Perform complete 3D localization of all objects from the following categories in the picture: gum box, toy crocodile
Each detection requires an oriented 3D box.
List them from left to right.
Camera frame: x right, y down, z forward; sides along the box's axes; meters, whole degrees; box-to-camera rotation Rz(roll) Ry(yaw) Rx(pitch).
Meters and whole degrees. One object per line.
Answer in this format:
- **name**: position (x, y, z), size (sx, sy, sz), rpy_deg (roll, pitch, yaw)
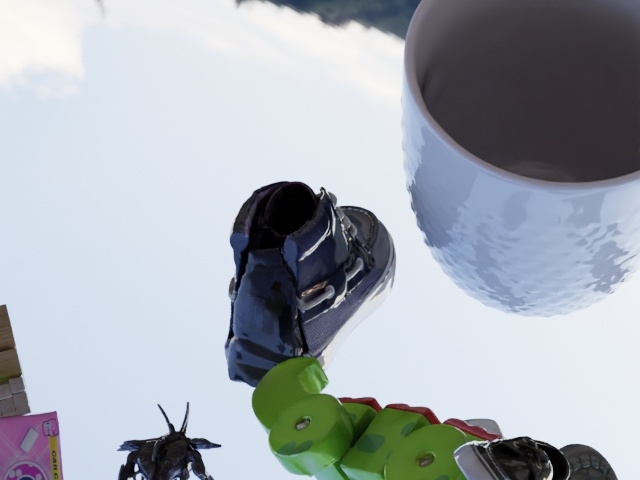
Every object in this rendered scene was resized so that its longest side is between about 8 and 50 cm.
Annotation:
- **gum box**: position (-0.355, 0.297, 1.521), size (0.062, 0.188, 0.107), rpy_deg (-11, 173, 39)
- **toy crocodile**: position (0.068, 0.169, 0.985), size (0.340, 0.105, 0.115), rpy_deg (9, 142, 50)

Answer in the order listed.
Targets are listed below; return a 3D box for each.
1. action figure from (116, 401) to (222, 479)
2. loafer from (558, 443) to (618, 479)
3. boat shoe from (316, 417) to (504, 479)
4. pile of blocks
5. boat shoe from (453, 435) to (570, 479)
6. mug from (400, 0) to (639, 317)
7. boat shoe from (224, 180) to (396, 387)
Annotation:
- **action figure**: position (-0.215, 0.369, 1.827), size (0.164, 0.141, 0.276), rpy_deg (-1, -126, 15)
- **loafer**: position (0.177, 0.282, 1.044), size (0.094, 0.251, 0.087), rpy_deg (6, -179, -30)
- **boat shoe**: position (0.113, 0.275, 1.474), size (0.320, 0.118, 0.103), rpy_deg (1, -132, -47)
- **pile of blocks**: position (-0.522, 0.225, 2.070), size (0.112, 0.149, 0.362), rpy_deg (-14, -154, -13)
- **boat shoe**: position (0.114, 0.132, 0.768), size (0.049, 0.040, 0.142), rpy_deg (54, -171, 20)
- **mug**: position (0.231, -0.116, 1.280), size (0.276, 0.374, 0.328), rpy_deg (15, 152, 12)
- **boat shoe**: position (0.000, 0.000, 1.293), size (0.127, 0.158, 0.340), rpy_deg (7, -154, 12)
